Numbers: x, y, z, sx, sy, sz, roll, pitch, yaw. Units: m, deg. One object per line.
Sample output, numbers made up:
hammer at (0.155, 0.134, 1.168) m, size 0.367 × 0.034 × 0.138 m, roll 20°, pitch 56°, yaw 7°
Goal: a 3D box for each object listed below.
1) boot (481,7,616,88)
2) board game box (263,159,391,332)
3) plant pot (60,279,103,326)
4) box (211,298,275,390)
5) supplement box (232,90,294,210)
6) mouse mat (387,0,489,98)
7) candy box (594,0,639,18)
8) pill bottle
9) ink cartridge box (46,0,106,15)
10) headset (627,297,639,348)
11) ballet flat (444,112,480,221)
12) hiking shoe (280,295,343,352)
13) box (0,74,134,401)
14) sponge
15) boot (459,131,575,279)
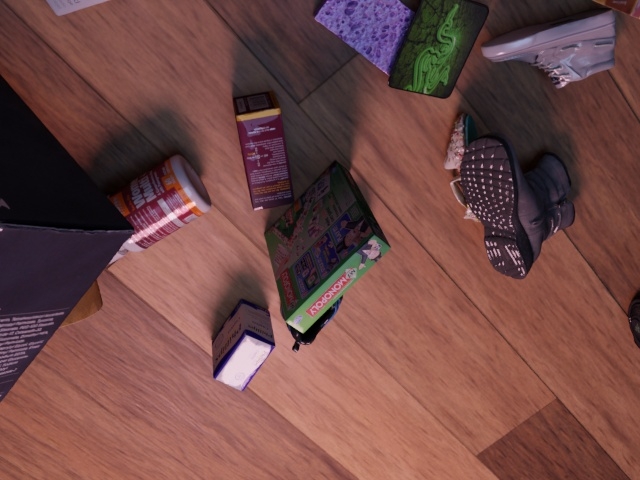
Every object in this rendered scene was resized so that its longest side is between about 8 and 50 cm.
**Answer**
boot at (0.429, -0.338, 1.459) m, size 0.258 × 0.095 × 0.123 m, roll -15°, pitch 112°, yaw -4°
board game box at (0.000, 0.000, 1.429) m, size 0.046 × 0.317 × 0.213 m, roll 37°, pitch 106°, yaw -26°
plant pot at (-0.526, 0.010, 1.404) m, size 0.237 × 0.237 × 0.254 m, roll -6°, pitch 104°, yaw -8°
box at (-0.160, 0.212, 1.612) m, size 0.072 × 0.137 × 0.126 m, roll 28°, pitch 109°, yaw -22°
supplement box at (-0.104, -0.164, 1.444) m, size 0.081 × 0.104 × 0.188 m, roll -11°, pitch 119°, yaw -5°
mouse mat at (0.214, -0.352, 1.434) m, size 0.153 × 0.007 × 0.189 m, roll 4°, pitch 123°, yaw -32°
candy box at (0.535, -0.453, 1.369) m, size 0.053 × 0.186 × 0.109 m, roll 13°, pitch 114°, yaw -16°
pill bottle at (-0.322, -0.054, 1.451) m, size 0.221 × 0.121 × 0.121 m, roll -30°, pitch 119°, yaw 5°
ink cartridge box at (-0.302, -0.483, 1.137) m, size 0.308 × 0.129 × 0.223 m, roll -9°, pitch 135°, yaw 23°
headset at (0.811, 0.163, 1.748) m, size 0.243 × 0.185 × 0.394 m, roll -38°, pitch 129°, yaw 9°
ballet flat at (0.287, -0.133, 1.555) m, size 0.077 × 0.091 × 0.240 m, roll -7°, pitch 119°, yaw 30°
hiking shoe at (0.025, 0.078, 1.580) m, size 0.113 × 0.132 × 0.304 m, roll 20°, pitch 112°, yaw -20°
box at (-0.631, -0.008, 1.186) m, size 0.480 × 0.297 × 0.471 m, roll 46°, pitch 107°, yaw 18°
sponge at (0.102, -0.385, 1.410) m, size 0.210 × 0.031 × 0.117 m, roll 32°, pitch 107°, yaw -24°
boot at (0.392, -0.111, 1.532) m, size 0.223 × 0.118 × 0.338 m, roll -44°, pitch 135°, yaw -27°
